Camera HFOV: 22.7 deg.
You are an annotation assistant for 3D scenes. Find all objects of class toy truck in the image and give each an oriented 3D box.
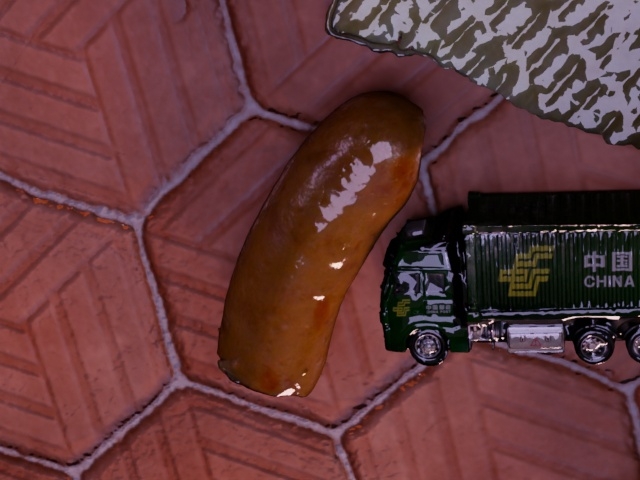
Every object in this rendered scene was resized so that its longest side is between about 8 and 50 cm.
[{"bbox_3d":[0.176,0.029,1.256,0.259,0.088,0.121,-1,112,9],"label":"toy truck"}]

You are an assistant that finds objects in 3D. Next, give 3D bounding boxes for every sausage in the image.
[{"bbox_3d":[0.000,-0.001,1.269,0.109,0.109,0.270,28,113,-2],"label":"sausage"}]

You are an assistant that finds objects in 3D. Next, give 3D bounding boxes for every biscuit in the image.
[{"bbox_3d":[0.154,-0.191,1.201,0.273,0.036,0.187,24,113,1],"label":"biscuit"}]
